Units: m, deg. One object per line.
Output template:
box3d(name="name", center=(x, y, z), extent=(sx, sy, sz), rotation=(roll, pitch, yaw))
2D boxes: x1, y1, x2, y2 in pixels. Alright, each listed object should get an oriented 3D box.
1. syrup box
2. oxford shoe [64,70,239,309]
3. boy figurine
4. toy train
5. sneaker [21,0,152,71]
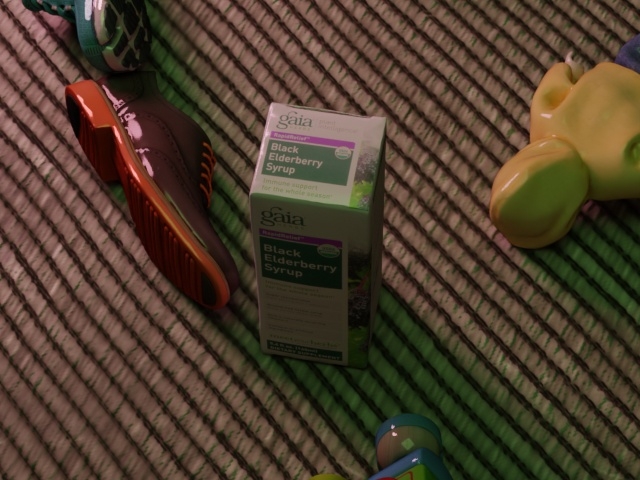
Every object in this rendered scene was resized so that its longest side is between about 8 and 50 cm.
box3d(name="syrup box", center=(0.000, 0.000, 1.443), extent=(0.093, 0.237, 0.096), rotation=(8, 57, 6))
box3d(name="oxford shoe", center=(-0.127, -0.056, 1.572), extent=(0.098, 0.097, 0.271), rotation=(-23, 59, -19))
box3d(name="boy figurine", center=(0.262, -0.092, 1.584), extent=(0.177, 0.092, 0.285), rotation=(38, 66, 23))
box3d(name="toy train", center=(-0.001, 0.238, 1.376), extent=(0.248, 0.105, 0.143), rotation=(-34, 25, 19))
box3d(name="sneaker", center=(-0.228, -0.238, 1.686), extent=(0.110, 0.107, 0.275), rotation=(-22, 41, 0))
